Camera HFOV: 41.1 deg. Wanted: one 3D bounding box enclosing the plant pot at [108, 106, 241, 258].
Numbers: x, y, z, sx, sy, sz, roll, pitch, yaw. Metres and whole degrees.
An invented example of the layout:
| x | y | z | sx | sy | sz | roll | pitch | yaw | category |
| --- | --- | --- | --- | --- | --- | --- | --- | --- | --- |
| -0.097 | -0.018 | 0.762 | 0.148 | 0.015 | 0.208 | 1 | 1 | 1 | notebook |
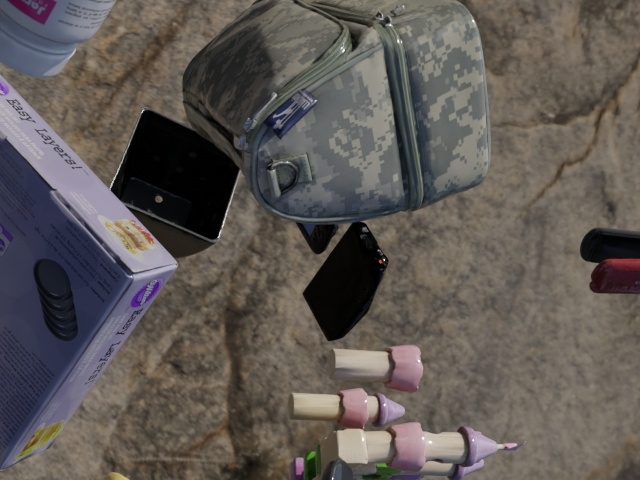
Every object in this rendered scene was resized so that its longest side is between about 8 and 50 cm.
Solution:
| x | y | z | sx | sy | sz | roll | pitch | yaw | category |
| --- | --- | --- | --- | --- | --- | --- | --- | --- | --- |
| -0.260 | -0.072 | 1.430 | 0.187 | 0.167 | 0.188 | 24 | 56 | -16 | plant pot |

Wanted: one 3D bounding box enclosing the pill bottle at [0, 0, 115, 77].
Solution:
| x | y | z | sx | sy | sz | roll | pitch | yaw | category |
| --- | --- | --- | --- | --- | --- | --- | --- | --- | --- |
| -0.334 | -0.361 | 1.113 | 0.160 | 0.160 | 0.283 | 14 | 129 | -41 | pill bottle |

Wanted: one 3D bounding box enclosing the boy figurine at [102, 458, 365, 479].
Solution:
| x | y | z | sx | sy | sz | roll | pitch | yaw | category |
| --- | --- | --- | --- | --- | --- | --- | --- | --- | --- |
| -0.095 | 0.265 | 0.803 | 0.177 | 0.285 | 0.092 | 50 | 40 | -47 | boy figurine |

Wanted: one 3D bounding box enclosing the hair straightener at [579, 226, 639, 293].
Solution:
| x | y | z | sx | sy | sz | roll | pitch | yaw | category |
| --- | --- | --- | --- | --- | --- | --- | --- | --- | --- |
| 0.340 | 0.002 | 0.742 | 0.230 | 0.089 | 0.047 | -3 | 133 | 1 | hair straightener |

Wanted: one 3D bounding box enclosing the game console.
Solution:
| x | y | z | sx | sy | sz | roll | pitch | yaw | category |
| --- | --- | --- | --- | --- | --- | --- | --- | --- | --- |
| 0.000 | 0.000 | 1.664 | 0.044 | 0.361 | 0.213 | -2 | 140 | -38 | game console |

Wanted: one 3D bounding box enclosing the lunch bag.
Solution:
| x | y | z | sx | sy | sz | roll | pitch | yaw | category |
| --- | --- | --- | --- | --- | --- | --- | --- | --- | --- |
| 0.002 | -0.144 | 0.910 | 0.256 | 0.305 | 0.212 | -21 | 119 | -15 | lunch bag |

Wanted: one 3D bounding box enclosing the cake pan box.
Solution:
| x | y | z | sx | sy | sz | roll | pitch | yaw | category |
| --- | --- | --- | --- | --- | --- | --- | --- | --- | --- |
| -0.281 | 0.020 | 0.731 | 0.245 | 0.267 | 0.070 | -53 | 164 | 22 | cake pan box |

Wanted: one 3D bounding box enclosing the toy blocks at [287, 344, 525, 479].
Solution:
| x | y | z | sx | sy | sz | roll | pitch | yaw | category |
| --- | --- | --- | --- | --- | --- | --- | --- | --- | --- |
| 0.110 | 0.333 | 1.216 | 0.260 | 0.288 | 0.308 | 6 | 63 | -16 | toy blocks |
